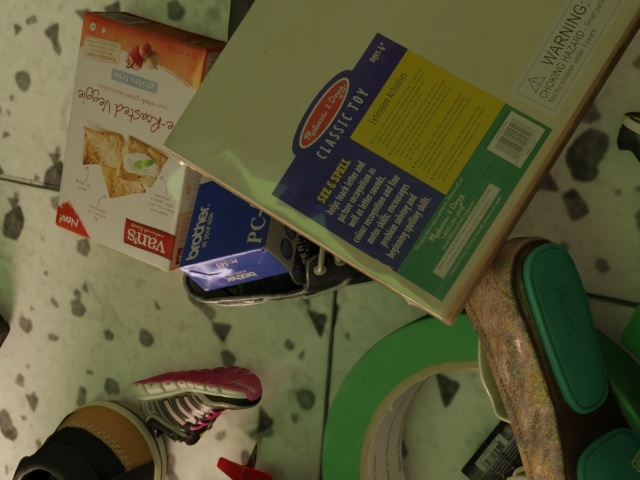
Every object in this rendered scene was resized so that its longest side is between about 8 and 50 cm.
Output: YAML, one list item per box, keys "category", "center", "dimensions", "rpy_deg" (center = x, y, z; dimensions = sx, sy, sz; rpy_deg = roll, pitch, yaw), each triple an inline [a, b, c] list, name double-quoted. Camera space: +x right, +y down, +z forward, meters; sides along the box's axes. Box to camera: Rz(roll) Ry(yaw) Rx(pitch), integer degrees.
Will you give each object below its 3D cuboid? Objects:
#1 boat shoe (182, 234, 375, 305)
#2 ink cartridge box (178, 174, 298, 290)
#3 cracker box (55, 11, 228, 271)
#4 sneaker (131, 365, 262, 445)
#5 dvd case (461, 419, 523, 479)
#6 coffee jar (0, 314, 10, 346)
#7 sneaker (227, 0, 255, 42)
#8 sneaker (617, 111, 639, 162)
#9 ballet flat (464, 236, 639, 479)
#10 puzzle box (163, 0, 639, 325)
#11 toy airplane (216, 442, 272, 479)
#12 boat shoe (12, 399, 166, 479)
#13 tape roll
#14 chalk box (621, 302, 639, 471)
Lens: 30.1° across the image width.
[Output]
- category: "boat shoe"
  center: [0.000, 0.000, 1.112]
  dimensions: [0.301, 0.102, 0.108]
  rpy_deg: [-14, 93, 31]
- category: "ink cartridge box"
  center: [-0.060, -0.059, 1.095]
  dimensions: [0.097, 0.046, 0.207]
  rpy_deg: [-13, 51, 32]
- category: "cracker box"
  center: [-0.180, -0.103, 1.215]
  dimensions: [0.155, 0.067, 0.232]
  rpy_deg: [20, 110, 26]
- category: "sneaker"
  center: [-0.125, 0.176, 1.245]
  dimensions: [0.170, 0.063, 0.075]
  rpy_deg: [-8, 96, 36]
- category: "dvd case"
  center: [0.255, 0.223, 1.061]
  dimensions: [0.221, 0.018, 0.164]
  rpy_deg: [41, 116, 18]
- category: "coffee jar"
  center: [-0.451, 0.079, 1.401]
  dimensions: [0.184, 0.079, 0.096]
  rpy_deg: [43, 114, 17]
- category: "sneaker"
  center: [0.037, -0.239, 1.041]
  dimensions: [0.295, 0.104, 0.147]
  rpy_deg: [-3, 96, 29]
- category: "sneaker"
  center: [0.283, -0.074, 0.981]
  dimensions: [0.083, 0.031, 0.035]
  rpy_deg: [37, 129, 23]
- category: "ballet flat"
  center: [0.189, 0.153, 0.942]
  dimensions: [0.106, 0.107, 0.316]
  rpy_deg: [-21, 82, 50]
- category: "puzzle box"
  center: [0.093, -0.173, 0.937]
  dimensions: [0.272, 0.052, 0.409]
  rpy_deg: [32, 87, 17]
- category: "toy airplane"
  center: [-0.078, 0.289, 1.259]
  dimensions: [0.151, 0.028, 0.151]
  rpy_deg: [6, 104, 28]
- category: "boat shoe"
  center: [-0.300, 0.417, 1.343]
  dimensions: [0.187, 0.156, 0.500]
  rpy_deg: [24, 112, 22]
- category: "tape roll"
  center: [0.158, 0.214, 1.060]
  dimensions: [0.321, 0.077, 0.321]
  rpy_deg: [6, 101, 30]
- category: "chalk box"
  center: [0.362, 0.122, 0.885]
  dimensions: [0.289, 0.179, 0.180]
  rpy_deg: [33, 114, 20]
